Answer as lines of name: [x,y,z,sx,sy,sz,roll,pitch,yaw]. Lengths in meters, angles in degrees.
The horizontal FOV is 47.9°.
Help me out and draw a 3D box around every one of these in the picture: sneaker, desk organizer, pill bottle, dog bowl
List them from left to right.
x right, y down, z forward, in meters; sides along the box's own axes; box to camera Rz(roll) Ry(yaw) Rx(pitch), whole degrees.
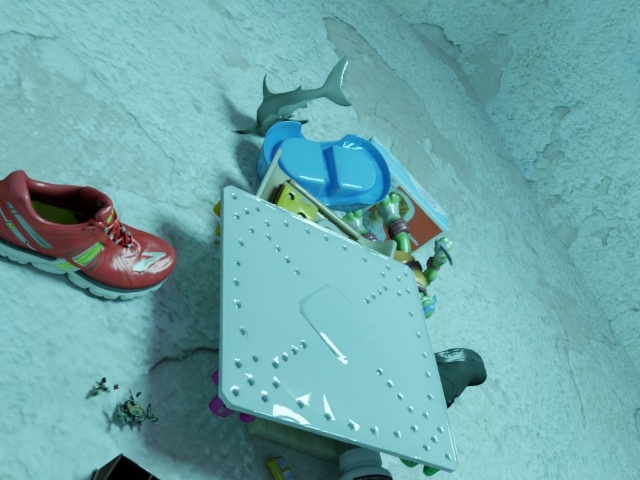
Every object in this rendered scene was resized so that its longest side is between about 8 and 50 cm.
sneaker: [-0.284,-0.008,0.904,0.279,0.118,0.107,21,41,-46]
desk organizer: [-0.185,0.288,0.776,0.130,0.050,0.047,42,28,-20]
dog bowl: [0.003,-0.141,1.472,0.297,0.074,0.166,6,62,-29]
pill bottle: [0.070,0.379,1.029,0.086,0.086,0.152,29,35,-38]
sneaker: [0.229,0.278,1.408,0.286,0.109,0.130,12,53,-39]

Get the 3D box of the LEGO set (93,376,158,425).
LEGO set: [-0.232,0.197,0.853,0.083,0.023,0.054,41,24,6]

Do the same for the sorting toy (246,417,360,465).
sorting toy: [0.001,0.202,1.132,0.255,0.089,0.257,31,34,-36]

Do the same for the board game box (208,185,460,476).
board game box: [0.012,0.132,1.072,0.390,0.050,0.390,24,38,-28]

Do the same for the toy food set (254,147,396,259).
toy food set: [0.000,0.000,1.292,0.306,0.092,0.220,39,49,-22]

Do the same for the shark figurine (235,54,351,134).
shark figurine: [-0.074,-0.291,1.452,0.166,0.278,0.116,-7,81,-39]

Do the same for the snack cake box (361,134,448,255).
snack cake box: [0.152,-0.090,1.653,0.264,0.152,0.089,45,27,-15]

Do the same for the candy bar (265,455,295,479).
candy bar: [-0.029,0.362,0.969,0.040,0.018,0.161,3,54,-61]

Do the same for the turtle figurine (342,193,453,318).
turtle figurine: [0.157,0.020,1.480,0.274,0.198,0.266,21,35,-55]
